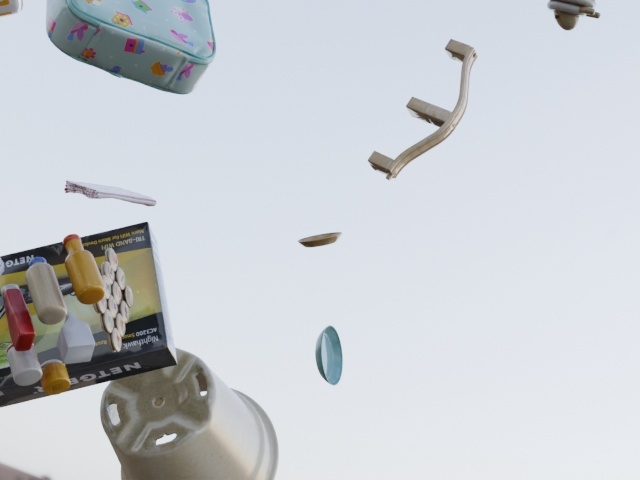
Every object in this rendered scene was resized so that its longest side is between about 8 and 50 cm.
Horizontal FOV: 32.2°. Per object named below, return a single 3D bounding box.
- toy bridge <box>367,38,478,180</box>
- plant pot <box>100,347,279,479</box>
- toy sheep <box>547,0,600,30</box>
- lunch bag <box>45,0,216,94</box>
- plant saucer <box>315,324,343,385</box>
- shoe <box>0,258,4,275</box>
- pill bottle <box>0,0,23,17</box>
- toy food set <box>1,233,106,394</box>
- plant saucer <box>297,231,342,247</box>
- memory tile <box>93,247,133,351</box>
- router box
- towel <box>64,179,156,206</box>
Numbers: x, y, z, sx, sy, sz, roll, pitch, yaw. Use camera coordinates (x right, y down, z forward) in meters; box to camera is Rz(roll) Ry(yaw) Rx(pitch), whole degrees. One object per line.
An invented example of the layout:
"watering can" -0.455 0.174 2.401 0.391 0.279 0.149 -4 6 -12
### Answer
"toy bridge" 0.129 -0.145 1.278 0.063 0.188 0.026 27 -13 33
"plant pot" -0.274 0.371 2.143 0.334 0.333 0.305 11 -29 19
"toy sheep" 0.394 -0.390 1.710 0.091 0.132 0.091 13 6 -1
"lunch bag" -0.313 -0.374 1.818 0.279 0.224 0.108 18 -45 -30
"plant saucer" 0.014 0.226 2.177 0.021 0.119 0.119 -6 -32 20
"shoe" -0.567 0.062 1.696 0.063 0.178 0.081 17 -40 33
"pill bottle" -0.453 -0.332 1.394 0.215 0.117 0.117 -15 -19 -15
"toy food set" -0.375 0.105 1.518 0.111 0.104 0.232 -4 -41 -30
"plant saucer" 0.000 0.000 2.016 0.083 0.015 0.083 -10 6 1
"memory tile" -0.313 0.090 1.681 0.012 0.148 0.113 -10 -58 6
"router box" -0.411 0.121 1.851 0.309 0.243 0.081 -14 -28 -1
"towel" -0.462 -0.099 2.429 0.144 0.029 0.197 6 6 -35
